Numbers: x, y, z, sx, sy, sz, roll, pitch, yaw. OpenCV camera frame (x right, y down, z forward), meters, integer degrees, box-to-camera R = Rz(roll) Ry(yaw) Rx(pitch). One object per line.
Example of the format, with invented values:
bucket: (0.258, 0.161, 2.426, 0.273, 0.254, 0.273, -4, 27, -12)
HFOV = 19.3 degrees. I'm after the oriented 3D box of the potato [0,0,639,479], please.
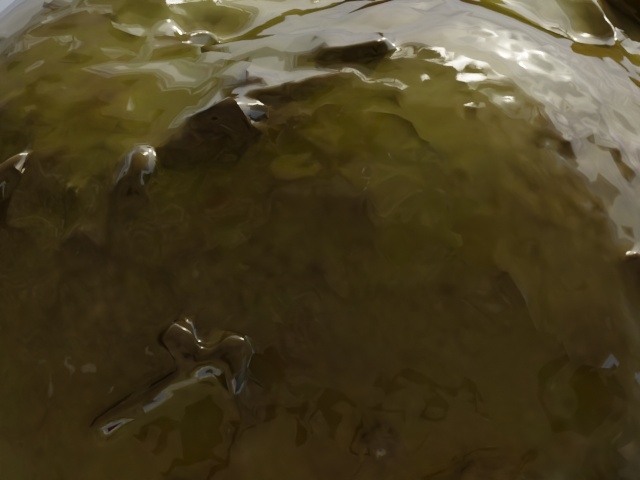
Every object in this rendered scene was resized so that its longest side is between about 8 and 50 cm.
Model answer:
potato: (0.000, 0.000, 0.824, 0.385, 0.442, 0.319, -30, -96, 43)
